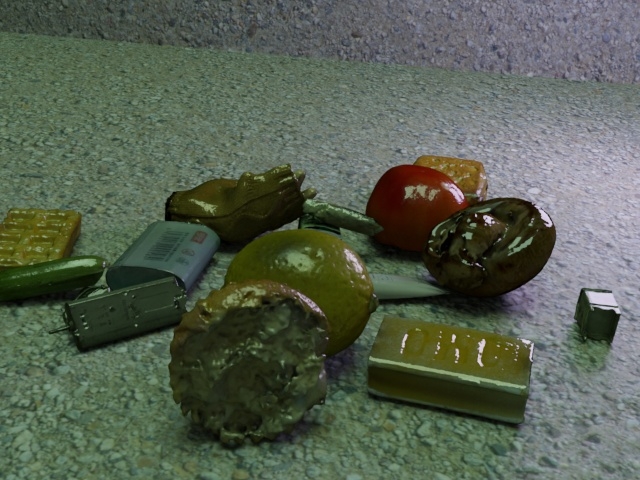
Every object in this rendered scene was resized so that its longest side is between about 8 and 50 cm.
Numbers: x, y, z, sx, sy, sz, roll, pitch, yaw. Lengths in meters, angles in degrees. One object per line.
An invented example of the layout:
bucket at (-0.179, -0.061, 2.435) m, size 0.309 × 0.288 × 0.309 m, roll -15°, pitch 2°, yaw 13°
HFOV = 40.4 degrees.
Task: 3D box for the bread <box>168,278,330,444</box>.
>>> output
bread at (-0.116, 0.180, 1.378) m, size 0.274 × 0.273 × 0.149 m, roll -6°, pitch 19°, yaw -19°

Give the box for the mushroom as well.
mushroom at (0.344, 0.022, 1.821) m, size 0.263 × 0.195 × 0.283 m, roll 19°, pitch 25°, yaw 41°

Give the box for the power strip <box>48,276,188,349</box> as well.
power strip at (-0.377, 0.138, 1.631) m, size 0.268 × 0.034 × 0.092 m, roll -14°, pitch 74°, yaw -31°

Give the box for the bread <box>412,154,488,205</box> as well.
bread at (0.326, -0.133, 2.250) m, size 0.211 × 0.099 × 0.235 m, roll 7°, pitch 32°, yaw 12°

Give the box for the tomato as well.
tomato at (0.226, -0.078, 2.031) m, size 0.260 × 0.179 × 0.259 m, roll 5°, pitch 25°, yaw -2°

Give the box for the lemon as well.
lemon at (-0.041, 0.099, 1.561) m, size 0.268 × 0.267 × 0.267 m, roll 3°, pitch 26°, yaw -1°

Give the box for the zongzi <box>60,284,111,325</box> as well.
zongzi at (-0.467, 0.130, 1.681) m, size 0.119 × 0.055 × 0.109 m, roll 0°, pitch 33°, yaw 46°

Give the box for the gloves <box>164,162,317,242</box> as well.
gloves at (-0.180, -0.078, 1.998) m, size 0.357 × 0.155 × 0.203 m, roll -14°, pitch 8°, yaw 11°

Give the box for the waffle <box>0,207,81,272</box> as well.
waffle at (-0.622, 0.010, 1.883) m, size 0.168 × 0.057 × 0.274 m, roll 2°, pitch 27°, yaw -4°

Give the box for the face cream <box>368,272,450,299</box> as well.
face cream at (0.140, 0.097, 1.807) m, size 0.244 × 0.058 × 0.092 m, roll 1°, pitch 13°, yaw -13°

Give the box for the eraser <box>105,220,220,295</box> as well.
eraser at (-0.328, 0.039, 1.834) m, size 0.174 × 0.081 × 0.227 m, roll 5°, pitch 27°, yaw 11°

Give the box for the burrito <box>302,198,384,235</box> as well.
burrito at (0.050, -0.050, 1.942) m, size 0.188 × 0.044 × 0.058 m, roll 15°, pitch -11°, yaw 2°

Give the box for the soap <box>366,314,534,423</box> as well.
soap at (0.229, 0.220, 1.529) m, size 0.274 × 0.089 × 0.173 m, roll 8°, pitch 28°, yaw 12°

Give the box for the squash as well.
squash at (-0.538, 0.073, 1.731) m, size 0.239 × 0.069 × 0.069 m, roll -12°, pitch 29°, yaw -9°

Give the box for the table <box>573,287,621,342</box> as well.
table at (0.546, 0.149, 1.721) m, size 0.063 × 0.079 × 0.083 m, roll 5°, pitch 28°, yaw 1°

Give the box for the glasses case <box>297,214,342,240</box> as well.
glasses case at (0.000, 0.000, 1.918) m, size 0.096 × 0.062 × 0.272 m, roll 2°, pitch 15°, yaw -4°
